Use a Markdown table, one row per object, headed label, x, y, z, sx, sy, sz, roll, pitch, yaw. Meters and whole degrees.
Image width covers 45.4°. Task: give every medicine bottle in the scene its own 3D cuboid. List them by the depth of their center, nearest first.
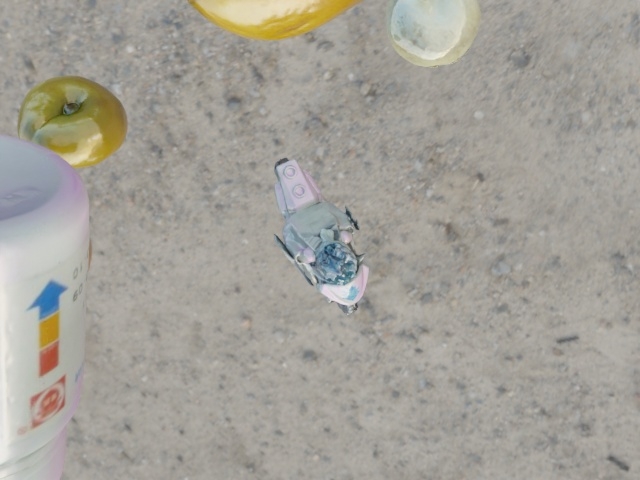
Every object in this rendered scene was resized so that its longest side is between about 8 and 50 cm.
| label | x | y | z | sx | sy | sz | roll | pitch | yaw |
| --- | --- | --- | --- | --- | --- | --- | --- | --- | --- |
| medicine bottle | -0.237 | 0.067 | 0.518 | 0.152 | 0.152 | 0.255 | 24 | 123 | 16 |

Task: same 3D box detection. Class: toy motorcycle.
| label | x | y | z | sx | sy | sz | roll | pitch | yaw |
| --- | --- | --- | --- | --- | --- | --- | --- | --- | --- |
| toy motorcycle | 0.005 | -0.003 | 1.043 | 0.108 | 0.204 | 0.239 | -41 | 98 | -4 |

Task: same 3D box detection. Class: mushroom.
| label | x | y | z | sx | sy | sz | roll | pitch | yaw |
| --- | --- | --- | --- | --- | --- | --- | --- | --- | --- |
| mushroom | 0.179 | -0.353 | 1.228 | 0.154 | 0.122 | 0.154 | 0 | 96 | 2 |

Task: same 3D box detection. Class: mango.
| label | x | y | z | sx | sy | sz | roll | pitch | yaw |
| --- | --- | --- | --- | --- | --- | --- | --- | --- | --- |
| mango | -0.024 | -0.262 | 0.720 | 0.227 | 0.109 | 0.147 | -8 | 136 | -7 |

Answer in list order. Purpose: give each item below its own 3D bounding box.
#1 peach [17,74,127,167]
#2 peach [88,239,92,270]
| label | x | y | z | sx | sy | sz | roll | pitch | yaw |
| --- | --- | --- | --- | --- | --- | --- | --- | --- | --- |
| peach | -0.587 | -0.278 | 1.809 | 0.251 | 0.251 | 0.153 | 28 | 149 | 13 |
| peach | -0.597 | 0.037 | 1.426 | 0.343 | 0.342 | 0.301 | 60 | 164 | -11 |
